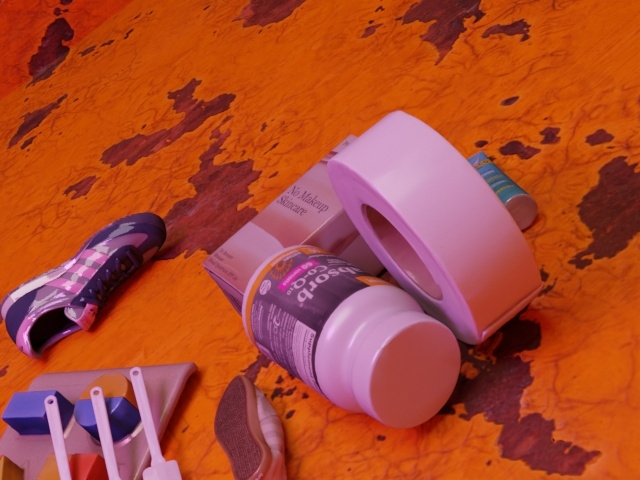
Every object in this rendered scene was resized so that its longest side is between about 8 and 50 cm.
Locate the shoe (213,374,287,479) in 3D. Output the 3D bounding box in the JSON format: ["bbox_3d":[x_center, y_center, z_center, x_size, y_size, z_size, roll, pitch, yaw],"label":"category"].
[{"bbox_3d":[-0.085,0.247,1.336,0.076,0.058,0.219,-49,26,12],"label":"shoe"}]

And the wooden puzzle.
[{"bbox_3d":[-0.368,0.296,1.487,0.322,0.080,0.348,-9,40,34],"label":"wooden puzzle"}]

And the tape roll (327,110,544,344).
[{"bbox_3d":[0.133,-0.013,1.270,0.100,0.286,0.286,-38,32,-9],"label":"tape roll"}]

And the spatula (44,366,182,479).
[{"bbox_3d":[-0.276,0.277,1.374,0.168,0.019,0.242,-18,52,-8],"label":"spatula"}]

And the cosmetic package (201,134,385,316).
[{"bbox_3d":[0.000,0.000,1.511,0.296,0.129,0.153,-42,32,-14],"label":"cosmetic package"}]

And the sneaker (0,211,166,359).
[{"bbox_3d":[-0.378,0.083,1.779,0.319,0.112,0.131,-36,49,1],"label":"sneaker"}]

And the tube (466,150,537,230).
[{"bbox_3d":[0.234,-0.073,1.486,0.080,0.052,0.207,-28,26,-4],"label":"tube"}]

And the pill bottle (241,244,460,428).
[{"bbox_3d":[0.033,0.114,1.299,0.162,0.162,0.278,-43,33,-15],"label":"pill bottle"}]
